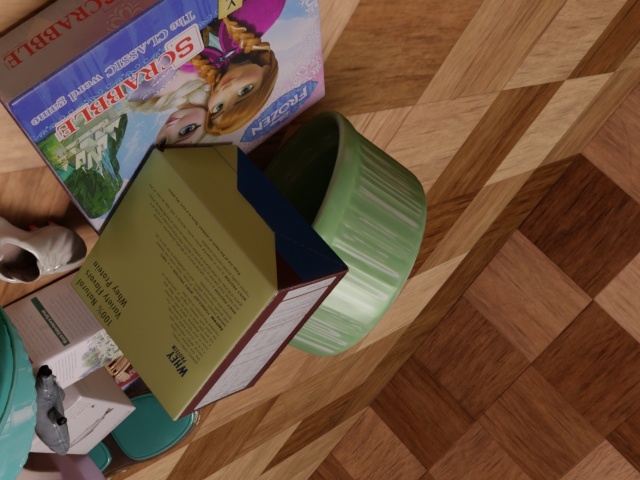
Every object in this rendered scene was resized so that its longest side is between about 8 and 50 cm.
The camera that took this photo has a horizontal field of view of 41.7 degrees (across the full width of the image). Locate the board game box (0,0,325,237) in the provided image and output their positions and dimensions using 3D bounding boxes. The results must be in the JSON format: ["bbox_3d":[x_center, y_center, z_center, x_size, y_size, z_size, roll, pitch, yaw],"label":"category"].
[{"bbox_3d":[-0.138,-0.160,0.843,0.318,0.066,0.318,-39,161,-12],"label":"board game box"}]

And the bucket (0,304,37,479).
[{"bbox_3d":[-0.387,0.144,0.690,0.281,0.281,0.183,-48,170,12],"label":"bucket"}]

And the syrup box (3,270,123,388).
[{"bbox_3d":[-0.284,0.096,1.046,0.237,0.096,0.093,-29,155,-30],"label":"syrup box"}]

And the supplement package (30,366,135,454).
[{"bbox_3d":[-0.353,0.219,1.155,0.105,0.105,0.179,-43,161,-2],"label":"supplement package"}]

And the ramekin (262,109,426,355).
[{"bbox_3d":[0.000,0.000,1.084,0.303,0.148,0.303,-48,-156,30],"label":"ramekin"}]

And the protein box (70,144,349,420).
[{"bbox_3d":[-0.120,0.039,0.894,0.201,0.200,0.136,-52,160,27],"label":"protein box"}]

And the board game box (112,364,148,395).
[{"bbox_3d":[-0.296,0.267,1.493,0.145,0.027,0.281,-32,158,-25],"label":"board game box"}]

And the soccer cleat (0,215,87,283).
[{"bbox_3d":[-0.302,0.017,0.874,0.068,0.076,0.196,-46,161,6],"label":"soccer cleat"}]

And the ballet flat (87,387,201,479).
[{"bbox_3d":[-0.323,0.331,1.406,0.342,0.116,0.124,-37,174,15],"label":"ballet flat"}]

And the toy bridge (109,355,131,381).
[{"bbox_3d":[-0.254,0.145,1.317,0.188,0.026,0.063,-42,160,-6],"label":"toy bridge"}]

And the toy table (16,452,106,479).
[{"bbox_3d":[-0.427,0.402,1.227,0.161,0.252,0.274,-11,177,-41],"label":"toy table"}]

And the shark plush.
[{"bbox_3d":[-0.301,0.184,0.952,0.073,0.067,0.161,-22,152,-43],"label":"shark plush"}]
